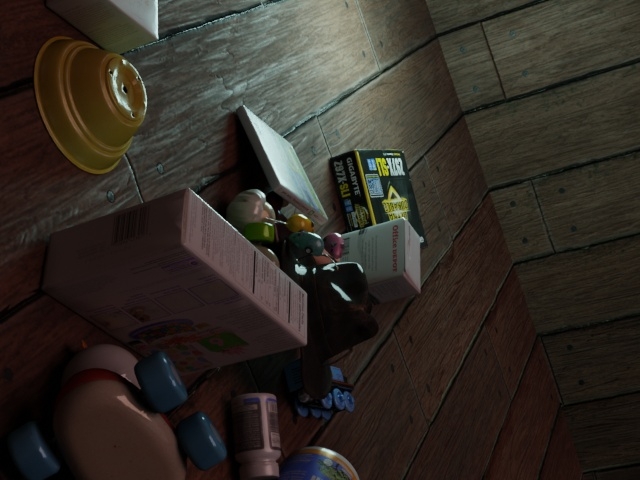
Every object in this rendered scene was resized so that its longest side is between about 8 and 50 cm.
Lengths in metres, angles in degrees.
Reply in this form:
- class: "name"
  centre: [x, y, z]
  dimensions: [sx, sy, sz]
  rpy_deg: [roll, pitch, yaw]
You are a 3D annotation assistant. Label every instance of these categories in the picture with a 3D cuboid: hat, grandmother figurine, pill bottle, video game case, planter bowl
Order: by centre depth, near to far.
- class: "planter bowl"
  centre: [-0.325, -0.216, 1.663]
  dimensions: [0.217, 0.090, 0.217]
  rpy_deg: [44, 38, -50]
- class: "pill bottle"
  centre: [-0.038, 0.470, 1.808]
  dimensions: [0.152, 0.152, 0.272]
  rpy_deg: [68, 24, -15]
- class: "pill bottle"
  centre: [-0.106, 0.328, 1.834]
  dimensions: [0.078, 0.078, 0.137]
  rpy_deg: [30, 50, -58]
- class: "hat"
  centre: [0.032, 0.124, 1.952]
  dimensions: [0.331, 0.133, 0.331]
  rpy_deg: [-9, 90, -81]
- class: "grandmother figurine"
  centre: [-0.071, -0.003, 2.083]
  dimensions: [0.342, 0.104, 0.208]
  rpy_deg: [41, 32, -55]
- class: "video game case"
  centre: [-0.075, -0.146, 2.159]
  dimensions: [0.193, 0.023, 0.212]
  rpy_deg: [35, 24, -55]

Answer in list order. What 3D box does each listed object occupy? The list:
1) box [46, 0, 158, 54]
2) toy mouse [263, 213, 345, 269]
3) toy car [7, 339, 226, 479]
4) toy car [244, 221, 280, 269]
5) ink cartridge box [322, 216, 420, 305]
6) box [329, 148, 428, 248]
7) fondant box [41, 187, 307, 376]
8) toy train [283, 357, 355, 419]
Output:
- class: "box"
  centre: [-0.340, -0.393, 1.732]
  dimensions: [0.170, 0.091, 0.130]
  rpy_deg: [35, 46, -55]
- class: "toy mouse"
  centre: [0.000, 0.000, 1.913]
  dimensions: [0.161, 0.031, 0.143]
  rpy_deg: [13, 24, -39]
- class: "toy car"
  centre: [-0.271, 0.225, 1.457]
  dimensions: [0.210, 0.219, 0.238]
  rpy_deg: [61, -1, -28]
- class: "toy car"
  centre: [-0.141, 0.065, 1.900]
  dimensions: [0.188, 0.148, 0.155]
  rpy_deg: [89, 3, -76]
- class: "ink cartridge box"
  centre: [0.102, 0.055, 2.290]
  dimensions: [0.086, 0.203, 0.148]
  rpy_deg: [47, 36, -46]
- class: "box"
  centre: [0.143, -0.085, 2.620]
  dimensions: [0.322, 0.079, 0.257]
  rpy_deg: [-9, 82, -66]
- class: "fondant box"
  centre: [-0.199, 0.073, 1.585]
  dimensions: [0.330, 0.238, 0.096]
  rpy_deg: [46, 36, -48]
- class: "toy train"
  centre: [0.003, 0.280, 2.103]
  dimensions: [0.184, 0.080, 0.105]
  rpy_deg: [23, 50, -60]
